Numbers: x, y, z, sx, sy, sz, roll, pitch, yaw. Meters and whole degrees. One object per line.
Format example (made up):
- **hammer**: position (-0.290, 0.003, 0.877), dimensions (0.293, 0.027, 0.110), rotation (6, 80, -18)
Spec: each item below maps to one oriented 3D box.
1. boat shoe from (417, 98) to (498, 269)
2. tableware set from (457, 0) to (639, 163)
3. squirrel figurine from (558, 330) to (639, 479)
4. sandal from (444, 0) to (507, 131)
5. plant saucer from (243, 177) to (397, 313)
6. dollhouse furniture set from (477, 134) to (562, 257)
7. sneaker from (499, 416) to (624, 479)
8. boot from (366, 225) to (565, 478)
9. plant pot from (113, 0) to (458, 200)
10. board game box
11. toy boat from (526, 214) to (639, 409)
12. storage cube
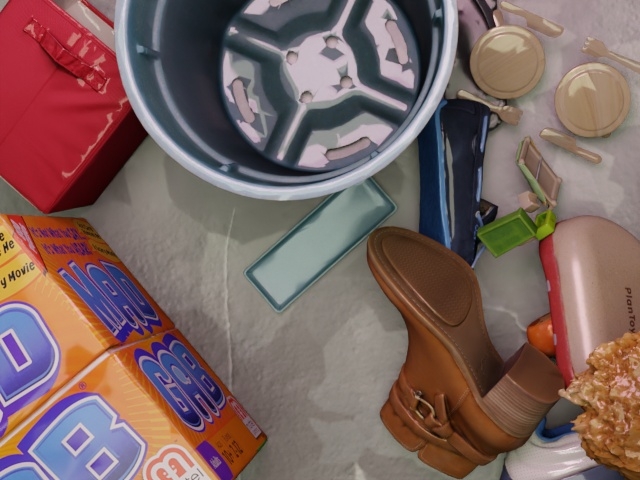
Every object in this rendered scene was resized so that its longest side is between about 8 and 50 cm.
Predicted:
- **boat shoe**: position (0.168, -0.032, 1.741), dimensions (0.089, 0.109, 0.258), rotation (-7, 110, -17)
- **tableware set**: position (0.264, -0.187, 1.756), dimensions (0.194, 0.039, 0.128), rotation (24, 106, -3)
- **squirrel figurine**: position (0.454, 0.148, 1.560), dimensions (0.397, 0.281, 0.371), rotation (-15, 102, -30)
- **sandal**: position (0.168, -0.251, 1.775), dimensions (0.097, 0.054, 0.255), rotation (-16, 89, 5)
- **plant saucer**: position (0.000, 0.000, 1.812), dimensions (0.192, 0.018, 0.067), rotation (-41, 87, 5)
- **dollhouse furniture set**: position (0.225, -0.044, 1.727), dimensions (0.058, 0.152, 0.076), rotation (-28, 113, 31)
- **sneaker**: position (0.361, 0.305, 1.726), dimensions (0.322, 0.130, 0.236), rotation (10, 96, 10)
- **boot**: position (0.124, 0.134, 1.726), dimensions (0.283, 0.220, 0.109), rotation (40, 49, 2)
- **plant pot**: position (-0.018, -0.207, 1.648), dimensions (0.341, 0.334, 0.341), rotation (0, 89, 6)
- **board game box**: position (-0.322, 0.219, 1.672), dimensions (0.356, 0.356, 0.356), rotation (-41, 87, 4)
- **toy boat**: position (0.297, 0.091, 1.734), dimensions (0.151, 0.151, 0.231), rotation (-24, 65, 47)
- **storage cube**: position (-0.299, -0.163, 1.742), dimensions (0.183, 0.215, 0.193), rotation (40, 100, 3)
